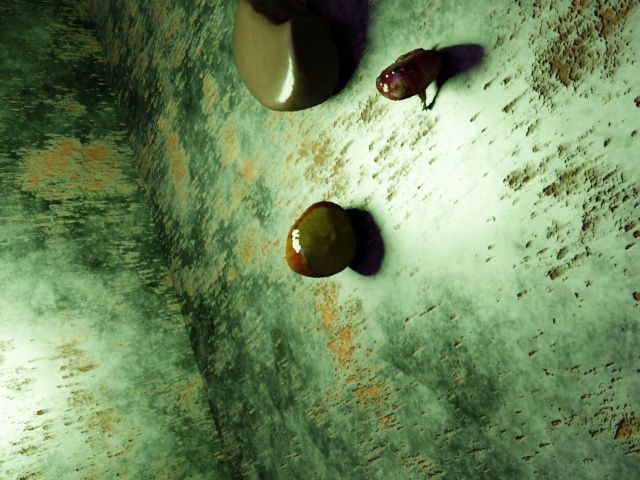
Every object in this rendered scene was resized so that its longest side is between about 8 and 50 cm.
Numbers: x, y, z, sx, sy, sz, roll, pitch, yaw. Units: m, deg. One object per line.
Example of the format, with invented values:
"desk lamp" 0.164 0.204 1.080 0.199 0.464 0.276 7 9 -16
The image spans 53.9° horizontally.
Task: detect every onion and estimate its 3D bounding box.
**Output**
"onion" 0.202 -0.334 1.357 0.150 0.150 0.140 4 131 55

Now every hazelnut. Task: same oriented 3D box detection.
"hazelnut" 0.009 0.005 1.655 0.186 0.210 0.210 20 115 27

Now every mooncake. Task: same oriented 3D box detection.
"mooncake" -0.093 -0.507 1.656 0.326 0.174 0.333 10 113 56
